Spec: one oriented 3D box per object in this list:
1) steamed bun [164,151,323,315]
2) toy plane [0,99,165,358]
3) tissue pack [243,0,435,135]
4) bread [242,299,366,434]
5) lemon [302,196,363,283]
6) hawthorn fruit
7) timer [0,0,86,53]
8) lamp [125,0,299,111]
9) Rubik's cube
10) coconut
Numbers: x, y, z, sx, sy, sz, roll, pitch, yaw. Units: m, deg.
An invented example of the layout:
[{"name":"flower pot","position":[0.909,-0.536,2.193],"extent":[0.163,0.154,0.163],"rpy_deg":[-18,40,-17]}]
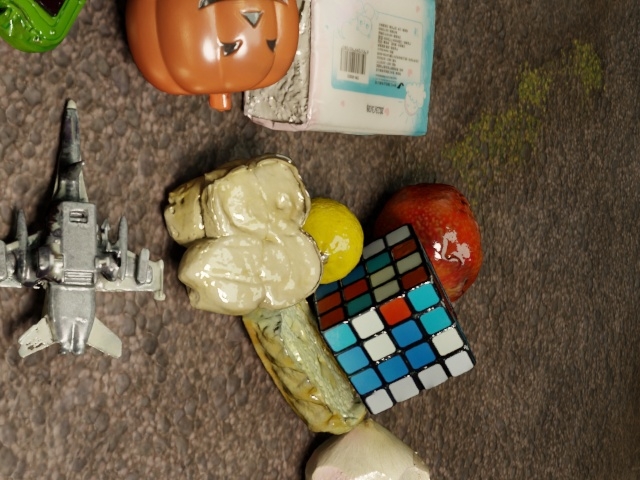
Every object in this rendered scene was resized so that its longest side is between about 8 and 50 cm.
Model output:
[{"name":"steamed bun","position":[-0.099,0.002,1.306],"extent":[0.192,0.106,0.178],"rpy_deg":[-25,98,-36]},{"name":"toy plane","position":[-0.246,-0.015,1.126],"extent":[0.192,0.088,0.262],"rpy_deg":[3,86,-25]},{"name":"tissue pack","position":[0.029,-0.232,1.441],"extent":[0.271,0.124,0.202],"rpy_deg":[-2,93,-54]},{"name":"bread","position":[-0.024,0.150,1.420],"extent":[0.232,0.088,0.128],"rpy_deg":[57,19,-35]},{"name":"lemon","position":[0.000,0.000,1.420],"extent":[0.133,0.109,0.109],"rpy_deg":[-80,160,-72]},{"name":"hawthorn fruit","position":[0.156,0.004,1.594],"extent":[0.179,0.173,0.174],"rpy_deg":[-34,119,-54]},{"name":"timer","position":[-0.283,-0.257,1.092],"extent":[0.140,0.047,0.128],"rpy_deg":[47,57,-43]},{"name":"lamp","position":[-0.112,-0.219,1.208],"extent":[0.187,0.187,0.164],"rpy_deg":[-18,106,-51]},{"name":"Rubik's cube","position":[0.089,0.098,1.449],"extent":[0.151,0.154,0.155],"rpy_deg":[61,8,-28]},{"name":"coconut","position":[0.063,0.320,1.477],"extent":[0.171,0.170,0.183],"rpy_deg":[-15,116,-51]}]
